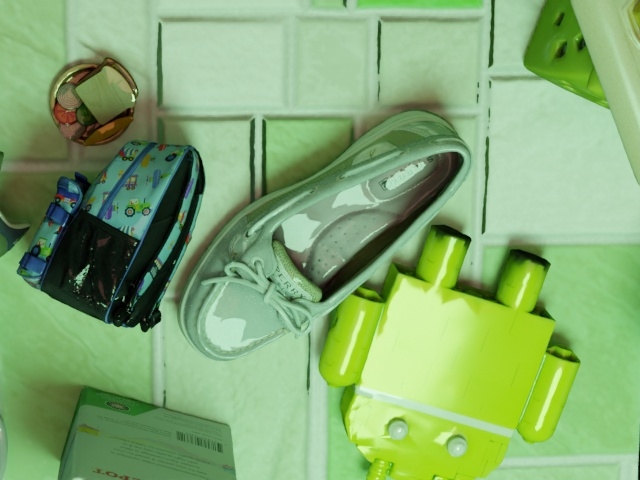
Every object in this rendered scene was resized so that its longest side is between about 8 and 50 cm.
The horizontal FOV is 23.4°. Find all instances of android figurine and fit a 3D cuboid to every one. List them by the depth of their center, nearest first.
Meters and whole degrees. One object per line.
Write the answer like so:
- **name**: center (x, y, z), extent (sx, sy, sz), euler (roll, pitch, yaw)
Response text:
- **android figurine**: center (0.121, 0.128, 1.501), extent (0.248, 0.056, 0.272), euler (19, 100, -11)

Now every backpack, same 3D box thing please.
- **backpack**: center (-0.176, -0.016, 1.380), extent (0.117, 0.158, 0.173), euler (24, 87, 6)

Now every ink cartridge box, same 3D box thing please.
- **ink cartridge box**: center (-0.160, 0.229, 1.411), extent (0.154, 0.212, 0.093), euler (17, 102, -11)

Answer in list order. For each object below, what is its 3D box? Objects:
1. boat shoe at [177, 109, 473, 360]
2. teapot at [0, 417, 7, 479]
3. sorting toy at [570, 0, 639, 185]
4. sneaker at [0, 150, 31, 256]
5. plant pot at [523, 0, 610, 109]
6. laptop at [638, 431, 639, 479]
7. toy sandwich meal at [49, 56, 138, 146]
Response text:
- **boat shoe**: center (0.003, 0.001, 1.427), extent (0.320, 0.103, 0.118), euler (-36, 106, 3)
- **teapot**: center (-0.381, 0.105, 1.376), extent (0.252, 0.187, 0.256), euler (31, 127, 5)
- **sorting toy**: center (0.327, -0.158, 1.244), extent (0.208, 0.038, 0.193), euler (-23, 106, 0)
- **sneaker**: center (-0.329, -0.069, 1.396), extent (0.086, 0.064, 0.192), euler (-26, 106, -7)
- **plant pot**: center (0.340, -0.198, 1.362), extent (0.228, 0.207, 0.227), euler (21, 102, -11)
- **laptop**: center (0.455, 0.186, 1.502), extent (0.137, 0.264, 0.234), euler (-12, 109, -39)
- **toy sandwich meal**: center (-0.205, -0.124, 1.408), extent (0.086, 0.029, 0.085), euler (-2, 105, -6)
